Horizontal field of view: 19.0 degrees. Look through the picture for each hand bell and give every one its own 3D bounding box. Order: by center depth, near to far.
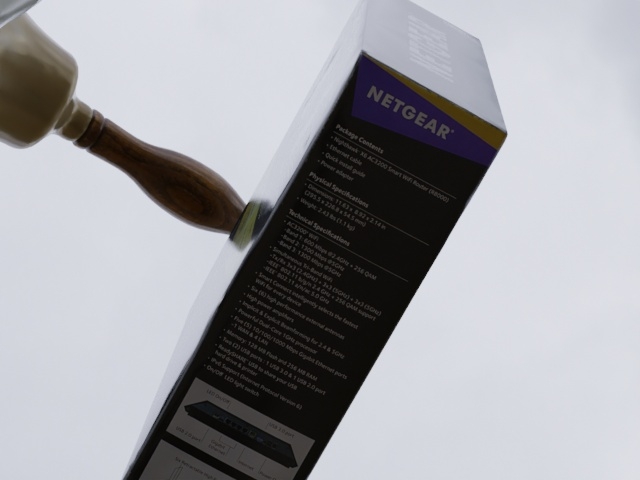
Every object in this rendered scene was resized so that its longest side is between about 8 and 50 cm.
[{"bbox_3d":[-0.136,-0.066,1.187,0.242,0.126,0.126,31,-68,-29],"label":"hand bell"}]

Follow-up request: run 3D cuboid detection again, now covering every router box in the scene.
[{"bbox_3d":[0.000,0.000,1.018,0.081,0.309,0.243,28,-76,-4],"label":"router box"}]

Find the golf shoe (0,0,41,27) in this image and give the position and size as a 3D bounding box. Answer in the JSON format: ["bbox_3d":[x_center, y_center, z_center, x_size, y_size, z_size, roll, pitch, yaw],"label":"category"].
[{"bbox_3d":[-0.171,-0.115,0.348,0.306,0.140,0.115,23,-49,17],"label":"golf shoe"}]
